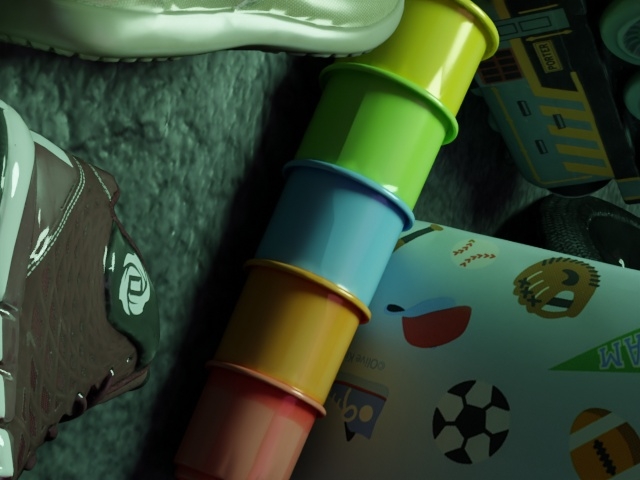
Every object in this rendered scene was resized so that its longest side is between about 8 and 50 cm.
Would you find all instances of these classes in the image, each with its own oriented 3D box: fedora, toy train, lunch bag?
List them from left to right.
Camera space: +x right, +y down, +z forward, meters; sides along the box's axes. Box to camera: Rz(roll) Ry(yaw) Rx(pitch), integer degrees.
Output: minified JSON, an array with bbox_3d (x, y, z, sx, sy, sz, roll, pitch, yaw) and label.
[{"bbox_3d":[0.117,0.206,0.813,0.239,0.327,0.386,36,72,-55],"label":"lunch bag"},{"bbox_3d":[0.190,-0.133,0.955,0.334,0.190,0.142,50,38,-56],"label":"toy train"},{"bbox_3d":[0.266,0.105,1.157,0.152,0.334,0.334,-51,156,21],"label":"fedora"}]

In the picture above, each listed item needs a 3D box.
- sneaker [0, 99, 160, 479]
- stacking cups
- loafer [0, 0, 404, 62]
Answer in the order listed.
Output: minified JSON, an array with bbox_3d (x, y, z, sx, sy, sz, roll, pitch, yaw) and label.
[{"bbox_3d":[-0.131,0.089,0.585,0.162,0.106,0.281,19,83,-62],"label":"sneaker"},{"bbox_3d":[0.000,0.000,0.801,0.316,0.096,0.096,-64,147,-13],"label":"stacking cups"},{"bbox_3d":[-0.042,-0.138,0.654,0.268,0.102,0.092,-19,122,-55],"label":"loafer"}]
